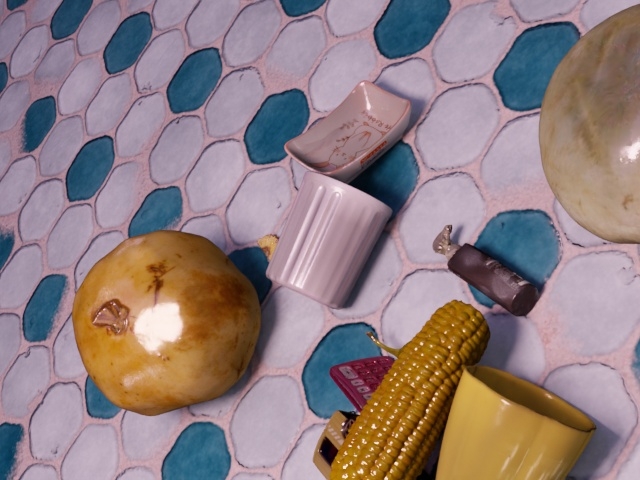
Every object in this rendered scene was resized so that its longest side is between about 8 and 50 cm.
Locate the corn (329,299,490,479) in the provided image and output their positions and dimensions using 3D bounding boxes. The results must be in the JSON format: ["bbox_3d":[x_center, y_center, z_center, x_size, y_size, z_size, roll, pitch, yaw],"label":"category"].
[{"bbox_3d":[0.127,0.239,1.462,0.120,0.120,0.363,10,56,43],"label":"corn"}]

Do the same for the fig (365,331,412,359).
[{"bbox_3d":[0.153,0.174,1.622,0.093,0.093,0.166,-51,39,6],"label":"fig"}]

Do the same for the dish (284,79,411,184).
[{"bbox_3d":[0.060,-0.183,1.863,0.212,0.077,0.151,-41,44,-14],"label":"dish"}]

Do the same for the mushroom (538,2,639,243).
[{"bbox_3d":[0.461,-0.163,1.420,0.352,0.260,0.352,-25,53,38],"label":"mushroom"}]

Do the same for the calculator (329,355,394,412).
[{"bbox_3d":[0.107,0.245,1.603,0.190,0.126,0.034,42,131,47],"label":"calculator"}]

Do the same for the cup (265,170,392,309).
[{"bbox_3d":[0.013,0.006,1.805,0.167,0.221,0.202,24,86,10],"label":"cup"}]

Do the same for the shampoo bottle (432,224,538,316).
[{"bbox_3d":[0.253,0.044,1.623,0.063,0.057,0.207,-55,46,3],"label":"shampoo bottle"}]

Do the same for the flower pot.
[{"bbox_3d":[0.254,0.290,1.411,0.195,0.195,0.179,29,100,45],"label":"flower pot"}]

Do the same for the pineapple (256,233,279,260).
[{"bbox_3d":[-0.089,0.012,1.957,0.045,0.019,0.083,-52,46,14],"label":"pineapple"}]

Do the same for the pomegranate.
[{"bbox_3d":[-0.273,0.147,1.843,0.332,0.332,0.332,-19,56,32],"label":"pomegranate"}]

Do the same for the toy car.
[{"bbox_3d":[0.098,0.366,1.553,0.256,0.101,0.124,41,104,46],"label":"toy car"}]
